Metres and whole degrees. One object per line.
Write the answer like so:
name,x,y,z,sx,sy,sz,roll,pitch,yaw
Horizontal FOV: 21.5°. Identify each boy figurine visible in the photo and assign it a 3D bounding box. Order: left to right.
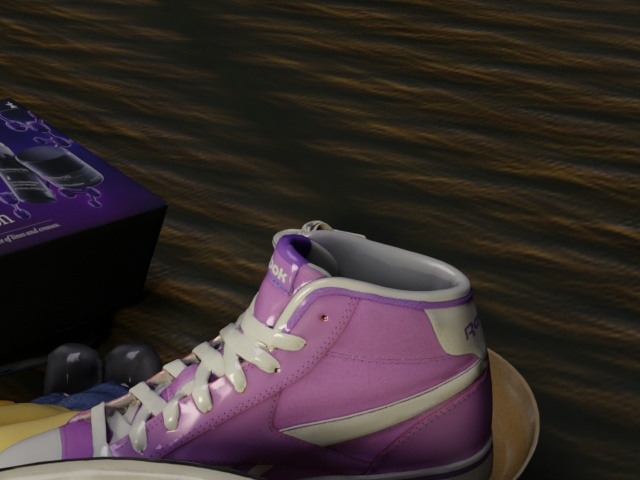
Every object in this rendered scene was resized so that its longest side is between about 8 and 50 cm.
boy figurine,-0.215,0.122,1.051,0.177,0.092,0.285,-2,2,28

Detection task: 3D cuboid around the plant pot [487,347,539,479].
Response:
plant pot,0.010,0.119,0.989,0.236,0.032,0.236,-5,29,3

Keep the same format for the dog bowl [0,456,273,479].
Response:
dog bowl,-0.107,0.289,0.701,0.408,0.150,0.408,-4,41,3

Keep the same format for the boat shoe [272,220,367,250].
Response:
boat shoe,0.000,0.000,1.330,0.100,0.035,0.035,16,42,42

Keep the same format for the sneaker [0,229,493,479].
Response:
sneaker,-0.052,0.071,0.890,0.282,0.161,0.102,-11,31,-8

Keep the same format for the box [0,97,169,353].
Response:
box,-0.271,-0.007,1.258,0.184,0.103,0.261,30,27,24

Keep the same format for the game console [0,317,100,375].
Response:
game console,-0.335,-0.006,1.367,0.173,0.250,0.293,-41,28,8
